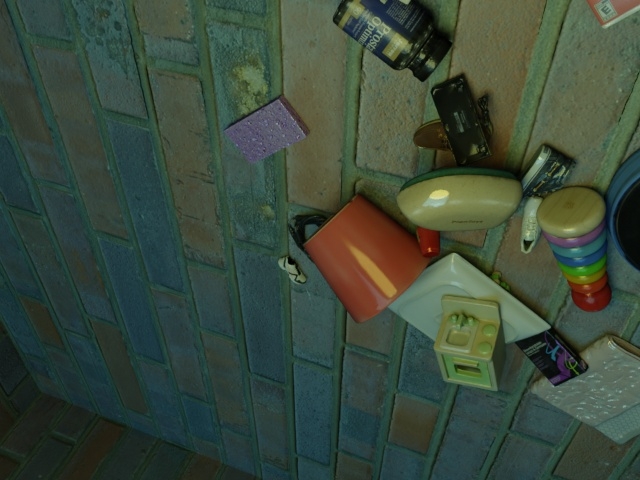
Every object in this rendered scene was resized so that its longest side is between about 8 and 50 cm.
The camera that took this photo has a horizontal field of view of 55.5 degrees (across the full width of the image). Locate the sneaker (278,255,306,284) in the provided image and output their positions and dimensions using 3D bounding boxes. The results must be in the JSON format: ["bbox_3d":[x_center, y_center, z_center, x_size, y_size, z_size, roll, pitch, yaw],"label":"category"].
[{"bbox_3d":[-0.080,0.090,1.844,0.109,0.040,0.043,45,133,-17],"label":"sneaker"}]

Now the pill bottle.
[{"bbox_3d":[0.143,-0.413,1.189,0.219,0.123,0.123,36,137,-6],"label":"pill bottle"}]

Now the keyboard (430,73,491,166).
[{"bbox_3d":[0.308,-0.254,1.273,0.108,0.023,0.180,-19,94,35],"label":"keyboard"}]

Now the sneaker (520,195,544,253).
[{"bbox_3d":[0.492,-0.034,1.407,0.053,0.061,0.152,11,133,22],"label":"sneaker"}]

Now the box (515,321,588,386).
[{"bbox_3d":[0.622,0.309,1.648,0.162,0.029,0.116,49,138,9],"label":"box"}]

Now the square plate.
[{"bbox_3d":[0.379,0.206,1.672,0.344,0.049,0.347,36,143,-11],"label":"square plate"}]

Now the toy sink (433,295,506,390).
[{"bbox_3d":[0.390,0.274,1.593,0.152,0.131,0.234,6,139,27],"label":"toy sink"}]

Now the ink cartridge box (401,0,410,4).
[{"bbox_3d":[0.092,-0.582,1.064,0.272,0.114,0.197,30,138,-1],"label":"ink cartridge box"}]

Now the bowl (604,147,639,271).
[{"bbox_3d":[0.784,-0.050,1.225,0.391,0.077,0.391,15,136,15],"label":"bowl"}]

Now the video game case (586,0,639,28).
[{"bbox_3d":[0.488,-0.514,0.983,0.204,0.025,0.285,-25,115,42],"label":"video game case"}]

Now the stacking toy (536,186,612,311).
[{"bbox_3d":[0.597,0.038,1.385,0.141,0.141,0.330,-6,134,32],"label":"stacking toy"}]

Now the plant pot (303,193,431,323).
[{"bbox_3d":[0.107,0.032,1.545,0.243,0.275,0.275,47,135,-3],"label":"plant pot"}]

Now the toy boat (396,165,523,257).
[{"bbox_3d":[0.279,-0.081,1.360,0.267,0.148,0.318,1,158,-11],"label":"toy boat"}]

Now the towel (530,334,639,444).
[{"bbox_3d":[0.805,0.418,1.672,0.317,0.053,0.332,31,136,-2],"label":"towel"}]

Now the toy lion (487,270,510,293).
[{"bbox_3d":[0.447,0.124,1.605,0.100,0.034,0.096,-2,136,30],"label":"toy lion"}]

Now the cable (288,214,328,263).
[{"bbox_3d":[0.000,0.000,1.720,0.150,0.047,0.185,-11,122,29],"label":"cable"}]

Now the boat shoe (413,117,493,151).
[{"bbox_3d":[0.284,-0.227,1.335,0.177,0.060,0.064,-1,129,29],"label":"boat shoe"}]

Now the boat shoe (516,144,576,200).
[{"bbox_3d":[0.474,-0.119,1.332,0.083,0.065,0.183,26,137,2],"label":"boat shoe"}]

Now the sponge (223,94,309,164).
[{"bbox_3d":[-0.138,-0.275,1.537,0.210,0.031,0.117,-19,119,39],"label":"sponge"}]
